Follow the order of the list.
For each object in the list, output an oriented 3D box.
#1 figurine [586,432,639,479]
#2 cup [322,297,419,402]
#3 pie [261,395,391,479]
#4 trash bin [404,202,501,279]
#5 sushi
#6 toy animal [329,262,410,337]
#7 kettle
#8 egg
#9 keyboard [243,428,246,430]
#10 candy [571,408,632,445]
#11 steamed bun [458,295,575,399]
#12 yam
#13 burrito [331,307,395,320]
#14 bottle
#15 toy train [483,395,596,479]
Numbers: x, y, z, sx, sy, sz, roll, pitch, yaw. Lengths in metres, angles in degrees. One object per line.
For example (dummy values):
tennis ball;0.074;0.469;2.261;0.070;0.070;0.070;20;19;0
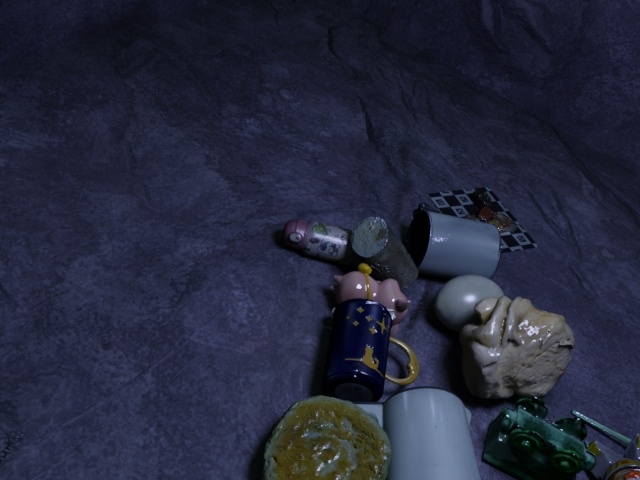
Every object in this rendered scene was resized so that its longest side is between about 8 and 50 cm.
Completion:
figurine;0.811;0.642;1.561;0.167;0.342;0.285;49;23;-5
cup;0.143;0.314;1.658;0.255;0.178;0.256;3;44;9
pie;0.012;0.498;1.391;0.323;0.070;0.323;-8;40;7
trash bin;0.447;0.024;2.063;0.262;0.217;0.277;10;67;-12
sushi;0.651;-0.103;2.389;0.343;0.064;0.359;-8;49;-28
toy animal;0.149;0.170;1.844;0.248;0.165;0.149;23;47;11
kettle;0.204;0.557;1.433;0.361;0.250;0.377;0;41;3
egg;0.471;0.201;1.914;0.253;0.186;0.186;1;46;-27
keyboard;-0.032;0.571;1.455;0.381;0.041;0.103;29;42;-2
candy;0.902;0.589;1.782;0.335;0.093;0.092;28;55;17
steamed bun;0.549;0.308;1.752;0.372;0.325;0.230;1;30;-25
yam;0.206;0.055;1.915;0.254;0.154;0.154;52;32;-29
burrito;0.127;0.215;1.770;0.185;0.045;0.041;0;19;14
bottle;0.000;0.000;1.983;0.253;0.120;0.120;14;43;-8
toy train;0.581;0.539;1.604;0.266;0.202;0.145;27;43;7
